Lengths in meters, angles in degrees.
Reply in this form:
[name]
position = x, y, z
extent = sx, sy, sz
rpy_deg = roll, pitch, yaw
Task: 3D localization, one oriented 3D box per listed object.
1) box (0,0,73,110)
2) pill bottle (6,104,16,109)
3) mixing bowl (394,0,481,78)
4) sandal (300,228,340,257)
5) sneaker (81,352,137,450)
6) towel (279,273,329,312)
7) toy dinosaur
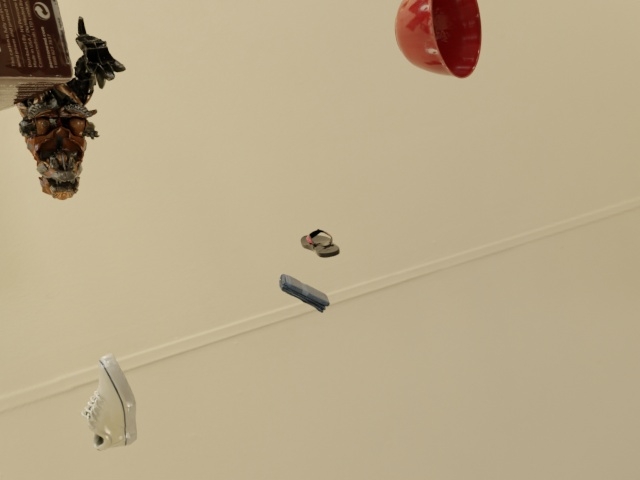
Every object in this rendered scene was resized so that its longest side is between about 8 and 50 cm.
[box]
position = -0.422, -0.238, 0.751
extent = 0.167, 0.203, 0.168
rpy_deg = -19, -81, -53
[pill bottle]
position = -0.668, -0.440, 1.198
extent = 0.224, 0.224, 0.392
rpy_deg = -57, -28, -22
[mixing bowl]
position = 0.188, -0.358, 1.125
extent = 0.181, 0.098, 0.181
rpy_deg = -1, -89, -53
[sandal]
position = 0.000, 0.000, 1.498
extent = 0.067, 0.179, 0.040
rpy_deg = -15, -76, -14
[sneaker]
position = -0.418, 0.331, 1.311
extent = 0.091, 0.094, 0.258
rpy_deg = -21, -46, -30
[towel]
position = -0.038, 0.118, 1.509
extent = 0.120, 0.067, 0.029
rpy_deg = 27, -76, -14
[toy dinosaur]
position = -0.427, -0.228, 1.039
extent = 0.164, 0.218, 0.321
rpy_deg = -27, -104, -38
